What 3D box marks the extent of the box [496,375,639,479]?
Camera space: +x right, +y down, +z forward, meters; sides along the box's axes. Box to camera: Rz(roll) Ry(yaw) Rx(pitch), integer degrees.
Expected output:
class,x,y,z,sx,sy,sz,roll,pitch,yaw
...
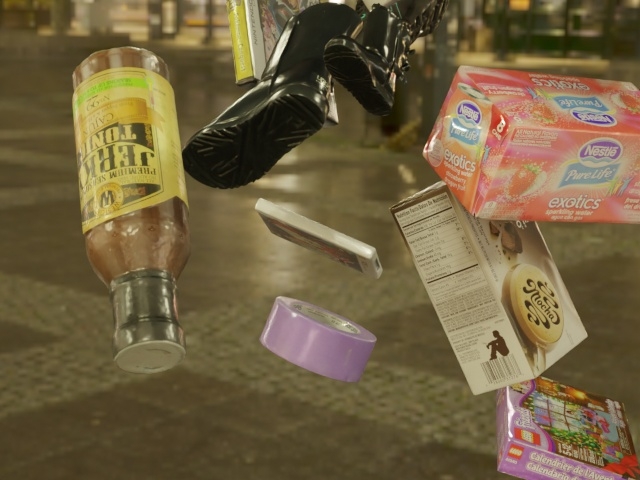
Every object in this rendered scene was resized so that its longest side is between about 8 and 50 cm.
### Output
class,x,y,z,sx,sy,sz,roll,pitch,yaw
box,0.369,0.293,1.973,0.200,0.057,0.293,17,17,2

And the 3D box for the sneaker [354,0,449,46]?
class,x,y,z,sx,sy,sz,roll,pitch,yaw
sneaker,0.085,-0.305,1.848,0.106,0.101,0.267,28,44,16

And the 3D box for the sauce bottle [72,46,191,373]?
class,x,y,z,sx,sy,sz,roll,pitch,yaw
sauce bottle,-0.186,-0.035,1.316,0.111,0.344,0.111,-9,-30,-5

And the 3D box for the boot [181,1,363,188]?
class,x,y,z,sx,sy,sz,roll,pitch,yaw
boot,-0.058,-0.189,1.683,0.246,0.094,0.207,-28,28,38

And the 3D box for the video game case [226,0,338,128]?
class,x,y,z,sx,sy,sz,roll,pitch,yaw
video game case,-0.062,-0.327,2.052,0.035,0.248,0.275,-16,-16,26

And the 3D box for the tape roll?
class,x,y,z,sx,sy,sz,roll,pitch,yaw
tape roll,-0.004,0.169,2.244,0.189,0.080,0.189,21,5,-2

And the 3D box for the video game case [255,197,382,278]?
class,x,y,z,sx,sy,sz,roll,pitch,yaw
video game case,0.000,0.000,2.090,0.201,0.023,0.183,24,-8,11

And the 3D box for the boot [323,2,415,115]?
class,x,y,z,sx,sy,sz,roll,pitch,yaw
boot,0.051,-0.195,1.314,0.045,0.099,0.121,-4,-33,33

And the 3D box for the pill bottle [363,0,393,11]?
class,x,y,z,sx,sy,sz,roll,pitch,yaw
pill bottle,0.038,-0.438,1.601,0.169,0.302,0.169,-31,5,3

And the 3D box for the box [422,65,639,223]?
class,x,y,z,sx,sy,sz,roll,pitch,yaw
box,0.309,-0.121,1.704,0.299,0.142,0.154,2,36,-30

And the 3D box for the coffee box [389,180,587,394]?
class,x,y,z,sx,sy,sz,roll,pitch,yaw
coffee box,0.242,0.047,1.873,0.118,0.297,0.168,-24,1,41
